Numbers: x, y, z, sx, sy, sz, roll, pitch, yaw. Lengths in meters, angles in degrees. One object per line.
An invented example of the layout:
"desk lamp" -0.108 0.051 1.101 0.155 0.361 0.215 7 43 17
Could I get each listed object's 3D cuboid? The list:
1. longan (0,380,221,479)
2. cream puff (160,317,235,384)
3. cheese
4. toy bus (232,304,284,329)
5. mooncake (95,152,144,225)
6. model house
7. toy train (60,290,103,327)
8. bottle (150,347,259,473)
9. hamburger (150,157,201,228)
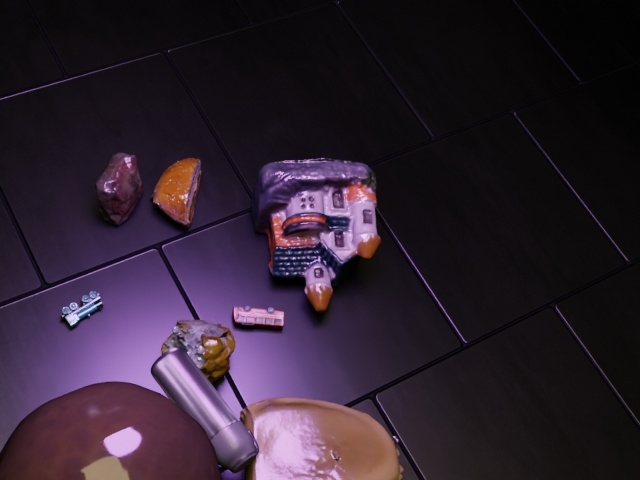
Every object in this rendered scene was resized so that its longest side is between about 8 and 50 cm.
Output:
"longan" -0.364 0.432 1.534 0.404 0.336 0.405 -2 96 -16
"cream puff" -0.241 0.230 1.811 0.121 0.156 0.156 25 43 -50
"cheese" 0.005 0.420 1.738 0.315 0.128 0.260 5 57 -12
"toy bus" -0.131 0.163 1.918 0.110 0.031 0.043 5 65 -10
"mooncake" -0.429 -0.112 1.957 0.073 0.130 0.125 12 59 10
"model house" 0.000 0.000 1.952 0.271 0.190 0.301 2 60 -14
"toy train" -0.484 0.139 1.856 0.092 0.029 0.045 -32 78 -28
"bottle" -0.209 0.310 1.679 0.254 0.079 0.096 48 32 18
"hamburger" -0.320 -0.114 2.009 0.102 0.087 0.176 11 60 -8
